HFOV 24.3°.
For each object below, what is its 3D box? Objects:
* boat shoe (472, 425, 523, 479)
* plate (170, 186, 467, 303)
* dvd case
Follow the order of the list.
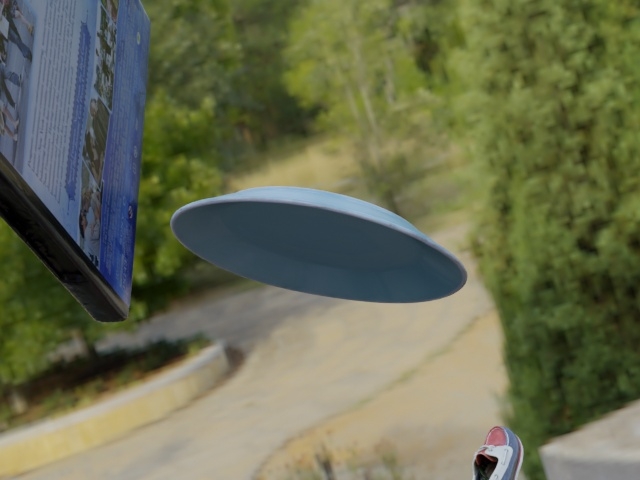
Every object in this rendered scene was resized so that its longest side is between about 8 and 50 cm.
[{"bbox_3d":[0.177,0.234,1.527,0.049,0.043,0.137,-42,18,30],"label":"boat shoe"},{"bbox_3d":[0.000,0.000,0.931,0.188,0.024,0.188,10,-17,3],"label":"plate"},{"bbox_3d":[-0.124,-0.084,0.691,0.022,0.180,0.253,-1,-21,8],"label":"dvd case"}]
